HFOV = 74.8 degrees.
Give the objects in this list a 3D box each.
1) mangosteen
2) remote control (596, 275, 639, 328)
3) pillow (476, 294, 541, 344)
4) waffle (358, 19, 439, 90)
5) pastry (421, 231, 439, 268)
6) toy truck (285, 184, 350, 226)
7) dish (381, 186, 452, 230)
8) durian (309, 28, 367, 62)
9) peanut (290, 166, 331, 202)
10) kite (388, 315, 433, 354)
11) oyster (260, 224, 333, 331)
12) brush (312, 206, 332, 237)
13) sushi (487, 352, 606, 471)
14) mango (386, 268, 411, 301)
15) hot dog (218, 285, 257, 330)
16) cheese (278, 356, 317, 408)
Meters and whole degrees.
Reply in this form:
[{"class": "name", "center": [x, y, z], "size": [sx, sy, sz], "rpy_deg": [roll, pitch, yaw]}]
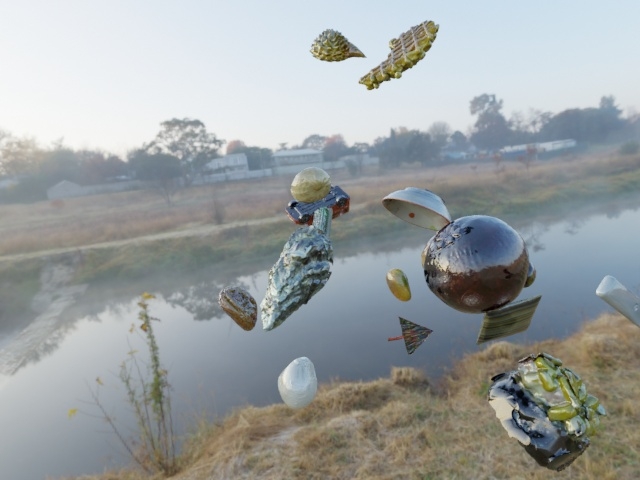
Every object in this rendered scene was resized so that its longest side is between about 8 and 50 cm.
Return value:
[{"class": "mangosteen", "center": [0.445, 0.078, 1.193], "size": [0.297, 0.293, 0.297], "rpy_deg": [-23, 30, 14]}, {"class": "remote control", "center": [0.656, 0.141, 0.876], "size": [0.184, 0.049, 0.027], "rpy_deg": [34, -1, -12]}, {"class": "pillow", "center": [0.661, 0.283, 1.483], "size": [0.208, 0.212, 0.052], "rpy_deg": [-14, 43, -8]}, {"class": "waffle", "center": [0.276, -0.626, 1.418], "size": [0.292, 0.069, 0.260], "rpy_deg": [-55, 29, -15]}, {"class": "pastry", "center": [0.621, 0.046, 1.749], "size": [0.410, 0.244, 0.409], "rpy_deg": [-12, 10, 2]}, {"class": "toy truck", "center": [-0.008, -0.124, 1.683], "size": [0.253, 0.114, 0.107], "rpy_deg": [-26, 49, -18]}, {"class": "dish", "center": [0.352, -0.123, 1.472], "size": [0.260, 0.085, 0.260], "rpy_deg": [24, -8, 3]}, {"class": "durian", "center": [0.062, -0.671, 1.438], "size": [0.224, 0.078, 0.140], "rpy_deg": [21, 52, 23]}, {"class": "peanut", "center": [-0.033, -0.196, 1.507], "size": [0.141, 0.109, 0.159], "rpy_deg": [-19, -14, -22]}, {"class": "kite", "center": [0.368, 0.384, 1.715], "size": [0.189, 0.232, 0.009], "rpy_deg": [-14, 29, 4]}, {"class": "oyster", "center": [-0.071, 0.087, 1.073], "size": [0.252, 0.199, 0.087], "rpy_deg": [-27, -1, -5]}, {"class": "brush", "center": [0.000, 0.000, 1.305], "size": [0.054, 0.282, 0.048], "rpy_deg": [-29, -51, 34]}, {"class": "sushi", "center": [0.775, 0.555, 1.408], "size": [0.329, 0.285, 0.328], "rpy_deg": [30, 16, -30]}, {"class": "mango", "center": [0.250, 0.142, 1.330], "size": [0.057, 0.114, 0.079], "rpy_deg": [-18, -22, -30]}, {"class": "hot dog", "center": [-0.354, 0.303, 1.855], "size": [0.099, 0.226, 0.160], "rpy_deg": [-23, 32, 21]}, {"class": "cheese", "center": [-0.097, 0.604, 1.757], "size": [0.155, 0.188, 0.198], "rpy_deg": [-6, -31, -29]}]
